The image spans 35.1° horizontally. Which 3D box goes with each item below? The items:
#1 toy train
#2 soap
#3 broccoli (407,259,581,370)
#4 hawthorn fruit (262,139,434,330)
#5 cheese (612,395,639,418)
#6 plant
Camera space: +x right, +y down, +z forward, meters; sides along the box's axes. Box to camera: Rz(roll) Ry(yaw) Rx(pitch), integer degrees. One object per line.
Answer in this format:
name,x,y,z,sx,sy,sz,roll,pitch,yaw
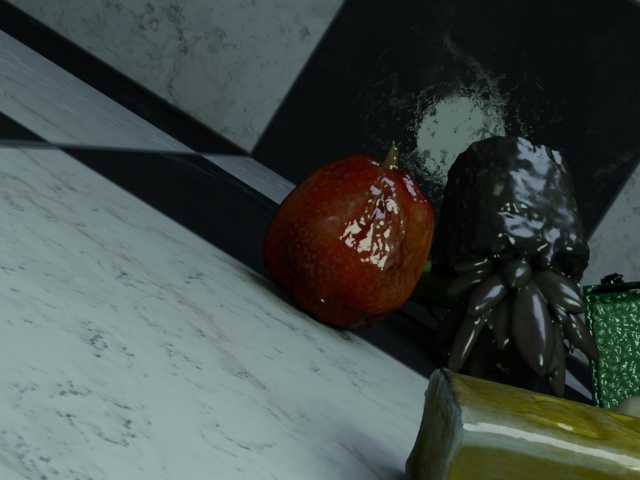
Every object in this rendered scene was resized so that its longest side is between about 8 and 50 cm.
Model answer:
toy train,0.451,0.177,1.477,0.115,0.269,0.154,-5,-10,14
soap,0.195,0.154,0.586,0.274,0.089,0.173,14,2,0
broccoli,0.237,0.095,1.488,0.302,0.186,0.254,10,-22,-23
hawthorn fruit,0.035,0.004,1.047,0.173,0.179,0.173,54,-14,19
cheese,0.371,0.252,0.991,0.218,0.117,0.235,32,4,-10
plant,0.244,0.040,1.278,0.194,0.320,0.181,12,-21,-16
